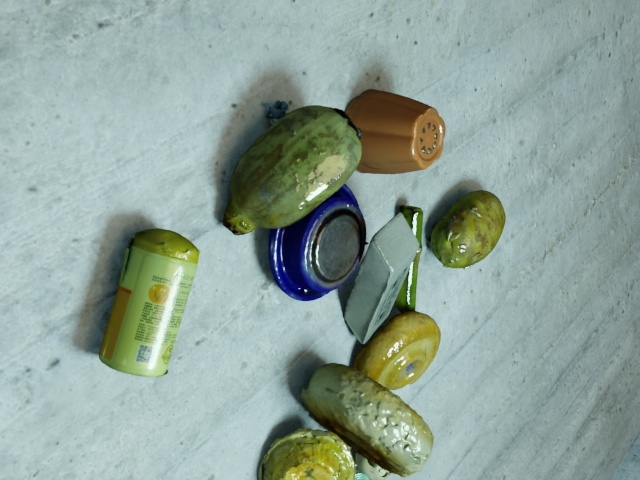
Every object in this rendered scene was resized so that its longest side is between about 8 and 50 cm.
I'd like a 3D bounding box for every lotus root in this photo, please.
[{"bbox_3d":[-0.055,-0.123,1.348,0.309,0.173,0.173,-44,133,-8],"label":"lotus root"}]

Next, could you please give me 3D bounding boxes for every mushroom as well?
[{"bbox_3d":[0.160,0.533,1.832,0.154,0.123,0.154,-29,127,-47],"label":"mushroom"}]

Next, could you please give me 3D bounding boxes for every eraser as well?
[{"bbox_3d":[0.132,0.094,1.617,0.111,0.077,0.352,-39,158,-34],"label":"eraser"}]

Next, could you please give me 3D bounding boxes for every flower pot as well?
[{"bbox_3d":[0.166,-0.231,1.578,0.191,0.173,0.190,-14,109,-47],"label":"flower pot"}]

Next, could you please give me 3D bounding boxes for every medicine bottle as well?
[{"bbox_3d":[-0.280,0.098,1.203,0.124,0.124,0.238,16,88,-50],"label":"medicine bottle"}]

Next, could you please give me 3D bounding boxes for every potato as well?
[{"bbox_3d":[0.402,-0.032,1.928,0.298,0.141,0.176,-36,135,-37],"label":"potato"}]

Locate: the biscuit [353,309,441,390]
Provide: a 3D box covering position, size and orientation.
[{"bbox_3d":[0.205,0.276,1.801,0.274,0.091,0.213,-1,123,-46],"label":"biscuit"}]

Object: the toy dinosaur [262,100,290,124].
[{"bbox_3d":[-0.080,-0.235,1.399,0.047,0.031,0.083,-51,134,-29],"label":"toy dinosaur"}]

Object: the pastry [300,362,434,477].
[{"bbox_3d":[0.111,0.392,1.595,0.136,0.330,0.329,-53,135,-20],"label":"pastry"}]

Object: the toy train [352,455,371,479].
[{"bbox_3d":[0.020,0.632,1.725,0.190,0.126,0.307,-9,112,-13],"label":"toy train"}]

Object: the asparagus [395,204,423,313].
[{"bbox_3d":[0.215,0.047,1.797,0.060,0.067,0.277,-51,146,-69],"label":"asparagus"}]

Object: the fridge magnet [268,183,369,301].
[{"bbox_3d":[0.000,0.000,1.497,0.266,0.113,0.265,-20,118,-43],"label":"fridge magnet"}]

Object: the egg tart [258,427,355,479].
[{"bbox_3d":[-0.026,0.505,1.564,0.213,0.090,0.212,-1,101,-5],"label":"egg tart"}]
